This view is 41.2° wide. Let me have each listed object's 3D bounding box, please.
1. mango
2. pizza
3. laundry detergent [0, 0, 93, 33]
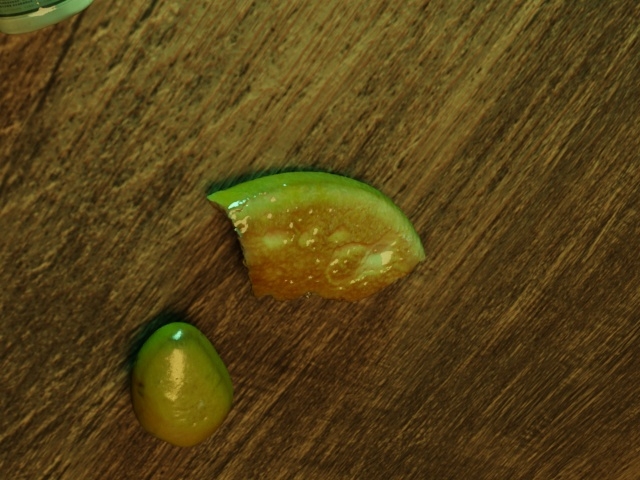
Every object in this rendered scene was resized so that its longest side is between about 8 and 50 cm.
[{"bbox_3d":[-0.187,0.190,1.143,0.137,0.098,0.195,-11,121,-22],"label":"mango"},{"bbox_3d":[0.000,0.000,1.129,0.365,0.074,0.182,6,118,-36],"label":"pizza"},{"bbox_3d":[-0.272,-0.295,0.725,0.099,0.070,0.226,-24,134,-14],"label":"laundry detergent"}]
